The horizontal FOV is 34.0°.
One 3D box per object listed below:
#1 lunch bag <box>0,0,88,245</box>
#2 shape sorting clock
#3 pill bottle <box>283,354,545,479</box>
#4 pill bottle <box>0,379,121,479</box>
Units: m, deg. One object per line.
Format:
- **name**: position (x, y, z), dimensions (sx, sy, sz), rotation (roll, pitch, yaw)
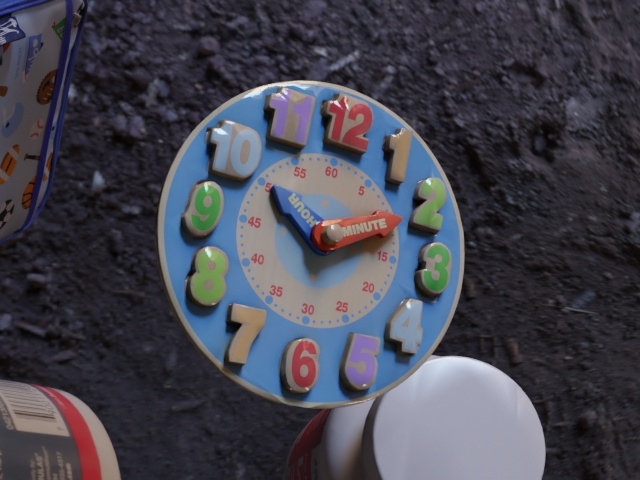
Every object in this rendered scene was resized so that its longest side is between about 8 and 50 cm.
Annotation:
- **lunch bag**: position (-0.324, -0.123, 0.986), dimensions (0.115, 0.243, 0.303), rotation (27, 119, 10)
- **shape sorting clock**: position (0.000, 0.000, 0.646), dimensions (0.040, 0.206, 0.206), rotation (-30, 69, 63)
- **pill bottle**: position (0.096, 0.258, 1.177), dimensions (0.229, 0.407, 0.229), rotation (3, 70, -10)
- **pill bottle**: position (-0.167, 0.092, 0.350), dimensions (0.108, 0.180, 0.108), rotation (-13, 69, 37)
